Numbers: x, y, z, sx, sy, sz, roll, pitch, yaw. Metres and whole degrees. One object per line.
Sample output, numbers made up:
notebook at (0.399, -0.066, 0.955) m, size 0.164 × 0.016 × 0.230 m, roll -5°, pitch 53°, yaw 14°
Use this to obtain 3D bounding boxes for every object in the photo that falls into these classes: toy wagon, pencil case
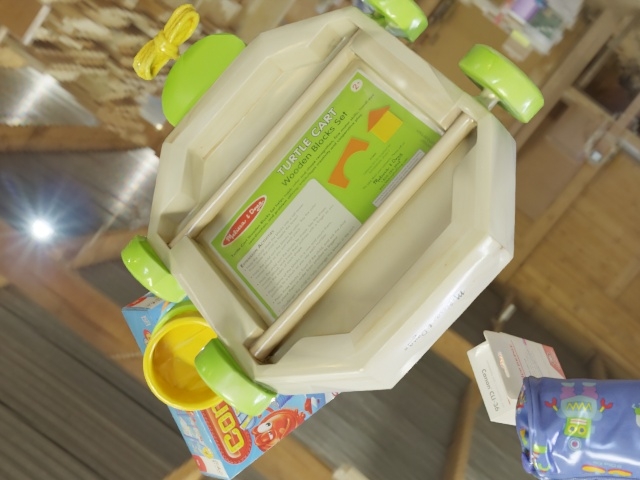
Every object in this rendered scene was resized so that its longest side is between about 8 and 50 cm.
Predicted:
toy wagon at (-0.020, -0.057, 0.697) m, size 0.068 × 0.267 × 0.344 m, roll 36°, pitch -172°, yaw -49°
pencil case at (0.386, 0.234, 1.208) m, size 0.306 × 0.133 × 0.119 m, roll 2°, pitch 148°, yaw 12°

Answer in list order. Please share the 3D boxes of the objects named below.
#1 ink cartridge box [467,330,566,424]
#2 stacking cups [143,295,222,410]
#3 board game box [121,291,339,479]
ink cartridge box at (0.288, 0.207, 1.495) m, size 0.198 × 0.067 × 0.115 m, roll 19°, pitch -136°, yaw -46°
stacking cups at (-0.138, 0.102, 1.136) m, size 0.096 × 0.096 × 0.316 m, roll 36°, pitch -178°, yaw -8°
board game box at (-0.120, 0.170, 1.640) m, size 0.086 × 0.302 × 0.308 m, roll -4°, pitch 114°, yaw 52°
